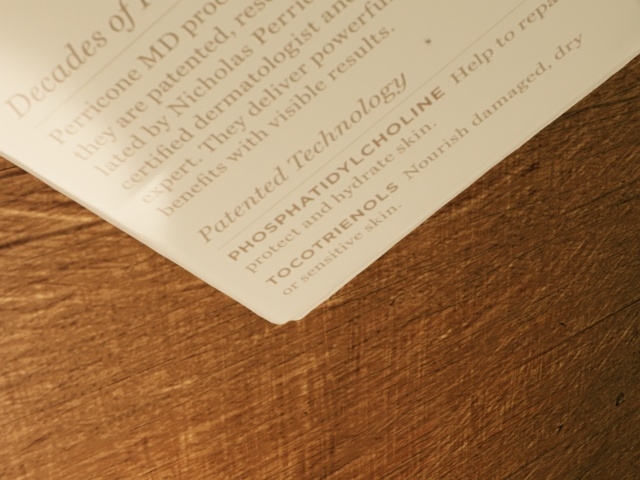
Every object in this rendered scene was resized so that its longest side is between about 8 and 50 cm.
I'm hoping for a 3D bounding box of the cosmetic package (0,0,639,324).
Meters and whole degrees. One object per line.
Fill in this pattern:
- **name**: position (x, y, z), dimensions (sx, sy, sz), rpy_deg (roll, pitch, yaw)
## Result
- **cosmetic package**: position (-0.063, -0.221, 0.546), dimensions (0.327, 0.329, 0.393), rpy_deg (-38, 138, 13)
